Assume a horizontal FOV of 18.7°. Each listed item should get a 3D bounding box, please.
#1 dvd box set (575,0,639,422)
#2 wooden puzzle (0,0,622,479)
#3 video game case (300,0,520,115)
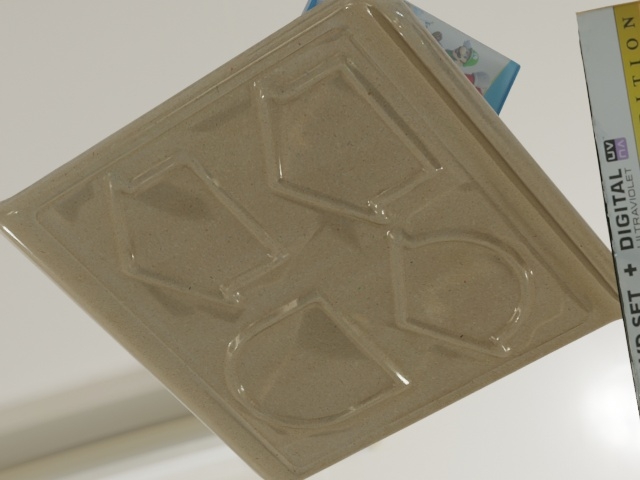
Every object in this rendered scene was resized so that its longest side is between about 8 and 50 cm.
[{"bbox_3d":[0.367,-0.014,1.044,0.420,0.308,0.062,-9,167,10],"label":"dvd box set"},{"bbox_3d":[0.000,0.000,1.332,0.348,0.322,0.080,-27,-147,27],"label":"wooden puzzle"},{"bbox_3d":[0.052,-0.113,1.413,0.119,0.166,0.015,-65,-163,-8],"label":"video game case"}]
